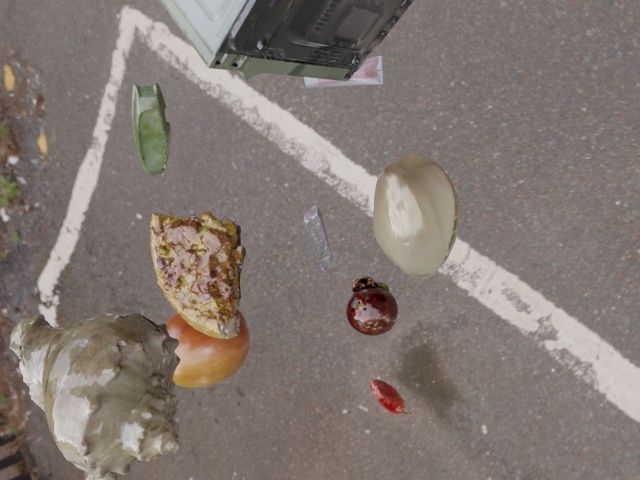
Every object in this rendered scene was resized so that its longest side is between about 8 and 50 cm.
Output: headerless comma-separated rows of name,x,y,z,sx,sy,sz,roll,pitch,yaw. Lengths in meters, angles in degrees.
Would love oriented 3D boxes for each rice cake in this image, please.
rice cake,-0.001,0.000,1.366,0.270,0.049,0.055,73,176,-56

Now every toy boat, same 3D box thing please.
toy boat,-0.433,-0.265,1.361,0.293,0.093,0.055,104,150,-49

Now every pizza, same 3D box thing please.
pizza,-0.303,0.062,1.316,0.277,0.114,0.409,-39,70,23

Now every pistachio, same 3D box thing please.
pistachio,0.241,-0.057,1.345,0.226,0.208,0.332,4,112,26

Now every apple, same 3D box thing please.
apple,-0.329,0.277,1.455,0.242,0.241,0.242,29,126,52

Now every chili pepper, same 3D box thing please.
chili pepper,0.188,0.434,1.444,0.050,0.059,0.191,-3,137,51

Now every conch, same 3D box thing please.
conch,-0.292,0.206,0.713,0.324,0.186,0.263,31,115,43

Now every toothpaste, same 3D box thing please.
toothpaste,0.057,-0.414,1.317,0.194,0.043,0.067,-5,108,6

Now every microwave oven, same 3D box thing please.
microwave oven,-0.026,-0.401,0.799,0.286,0.355,0.218,-44,73,35

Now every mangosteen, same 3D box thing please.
mangosteen,0.154,0.179,1.492,0.145,0.181,0.156,14,132,15
